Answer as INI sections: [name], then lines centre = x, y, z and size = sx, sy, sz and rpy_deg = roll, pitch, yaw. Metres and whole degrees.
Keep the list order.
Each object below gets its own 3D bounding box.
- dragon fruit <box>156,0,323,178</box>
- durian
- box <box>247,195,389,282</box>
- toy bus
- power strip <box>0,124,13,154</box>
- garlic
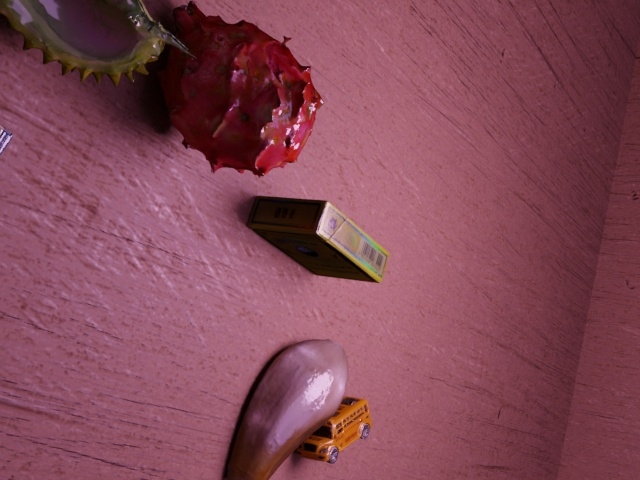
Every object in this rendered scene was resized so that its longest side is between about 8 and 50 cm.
[dragon fruit]
centre = -0.125, -0.209, 1.314
size = 0.268, 0.210, 0.205
rpy_deg = 52, 17, 3
[durian]
centre = -0.293, -0.337, 1.074
size = 0.158, 0.169, 0.352
rpy_deg = -47, 131, -41
[box]
centre = 0.000, 0.000, 1.567
size = 0.220, 0.141, 0.064
rpy_deg = 41, 63, -50
[toy bus]
centre = 0.025, 0.338, 1.712
size = 0.162, 0.070, 0.074
rpy_deg = -22, 112, -53
[power strip]
centre = -0.398, -0.079, 1.060
size = 0.032, 0.056, 0.123
rpy_deg = 52, 54, -47
[garlic]
centre = -0.048, 0.281, 1.589
size = 0.318, 0.112, 0.143
rpy_deg = -49, 136, -25
